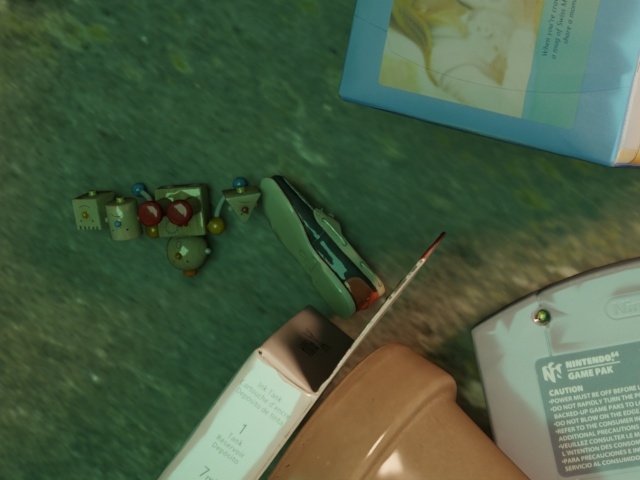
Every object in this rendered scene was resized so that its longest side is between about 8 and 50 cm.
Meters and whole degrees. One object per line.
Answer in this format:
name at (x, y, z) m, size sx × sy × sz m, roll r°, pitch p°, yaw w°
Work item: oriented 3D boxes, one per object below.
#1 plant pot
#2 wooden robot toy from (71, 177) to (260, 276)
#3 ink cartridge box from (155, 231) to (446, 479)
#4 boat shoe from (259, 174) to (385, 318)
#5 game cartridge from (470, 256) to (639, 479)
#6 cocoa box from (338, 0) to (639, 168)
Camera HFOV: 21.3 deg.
plant pot at (0.081, 0.246, 1.283) m, size 0.229 × 0.263 × 0.263 m, roll 33°, pitch 104°, yaw 16°
wooden robot toy at (-0.126, -0.004, 1.428) m, size 0.173 × 0.076 × 0.079 m, roll -3°, pitch 106°, yaw 16°
ink cartridge box at (-0.008, 0.081, 1.243) m, size 0.060 × 0.275 × 0.239 m, roll 36°, pitch 97°, yaw 3°
boat shoe at (0.000, 0.000, 1.405) m, size 0.043 × 0.049 × 0.137 m, roll -32°, pitch 82°, yaw -26°
game cartridge at (0.275, 0.108, 1.334) m, size 0.294 × 0.060 × 0.196 m, roll -11°, pitch 97°, yaw 16°
cocoa box at (0.190, -0.238, 1.199) m, size 0.231 × 0.228 × 0.347 m, roll 17°, pitch 101°, yaw 32°
